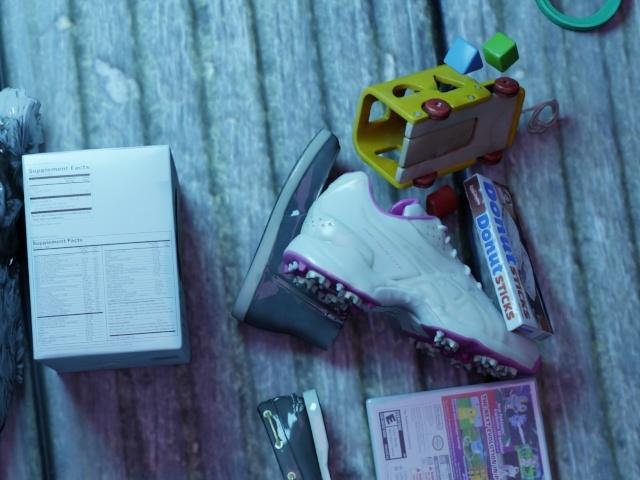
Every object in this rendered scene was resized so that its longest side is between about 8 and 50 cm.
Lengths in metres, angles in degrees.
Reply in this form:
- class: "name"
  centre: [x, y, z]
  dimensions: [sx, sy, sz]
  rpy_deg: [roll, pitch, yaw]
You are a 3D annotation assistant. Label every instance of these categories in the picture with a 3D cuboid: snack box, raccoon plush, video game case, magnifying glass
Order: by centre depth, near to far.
- class: "raccoon plush"
  centre: [-0.465, 0.055, 1.865]
  dimensions: [0.299, 0.216, 0.446]
  rpy_deg: [2, 52, 13]
- class: "snack box"
  centre: [0.196, 0.018, 1.880]
  dimensions: [0.022, 0.064, 0.178]
  rpy_deg: [-30, 60, 30]
- class: "video game case"
  centre: [0.152, 0.255, 1.891]
  dimensions: [0.183, 0.023, 0.201]
  rpy_deg: [-8, 81, -2]
- class: "magnifying glass"
  centre: [0.231, -0.319, 1.976]
  dimensions: [0.231, 0.026, 0.092]
  rpy_deg: [39, 83, 2]

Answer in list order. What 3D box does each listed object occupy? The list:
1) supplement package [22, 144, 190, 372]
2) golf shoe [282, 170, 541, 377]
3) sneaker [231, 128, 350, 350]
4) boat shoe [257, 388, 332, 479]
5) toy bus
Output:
- class: "supplement package"
  centre: [-0.214, 0.023, 1.827]
  dimensions: [0.149, 0.194, 0.203]
  rpy_deg: [-4, 83, -3]
- class: "golf shoe"
  centre: [0.114, 0.039, 1.848]
  dimensions: [0.306, 0.115, 0.140]
  rpy_deg: [29, 74, -21]
- class: "sneaker"
  centre: [0.000, 0.000, 1.901]
  dimensions: [0.118, 0.083, 0.222]
  rpy_deg: [23, 92, -3]
- class: "boat shoe"
  centre: [-0.014, 0.271, 1.858]
  dimensions: [0.068, 0.081, 0.228]
  rpy_deg: [-11, 75, 0]
- class: "toy bus"
  centre: [0.130, -0.135, 1.901]
  dimensions: [0.191, 0.202, 0.104]
  rpy_deg: [-49, 55, 0]
